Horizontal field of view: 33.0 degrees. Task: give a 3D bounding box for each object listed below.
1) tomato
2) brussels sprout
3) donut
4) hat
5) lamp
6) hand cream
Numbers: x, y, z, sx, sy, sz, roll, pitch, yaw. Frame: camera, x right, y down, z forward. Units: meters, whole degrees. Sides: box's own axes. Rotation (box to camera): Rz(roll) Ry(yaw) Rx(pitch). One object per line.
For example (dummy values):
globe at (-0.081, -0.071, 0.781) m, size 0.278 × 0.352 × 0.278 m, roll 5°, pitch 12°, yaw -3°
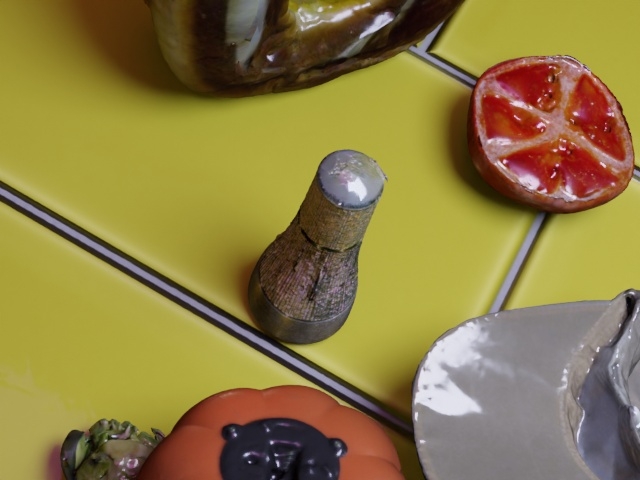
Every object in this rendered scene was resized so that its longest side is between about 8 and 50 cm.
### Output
tomato at (0.189, -0.082, 0.939) m, size 0.155 × 0.069 × 0.155 m, roll 7°, pitch 61°, yaw -13°
brussels sprout at (-0.140, 0.157, 0.746) m, size 0.085 × 0.058 × 0.085 m, roll 0°, pitch 49°, yaw 0°
donut at (-0.009, -0.250, 0.862) m, size 0.330 × 0.330 × 0.160 m, roll -23°, pitch 59°, yaw -23°
hat at (0.187, 0.155, 0.784) m, size 0.244 × 0.149 × 0.214 m, roll -9°, pitch 51°, yaw -4°
lamp at (-0.030, 0.192, 0.695) m, size 0.187 × 0.164 × 0.188 m, roll 2°, pitch 39°, yaw -1°
hand cream at (0.000, 0.000, 0.775) m, size 0.084 × 0.203 × 0.084 m, roll 5°, pitch 61°, yaw -9°
